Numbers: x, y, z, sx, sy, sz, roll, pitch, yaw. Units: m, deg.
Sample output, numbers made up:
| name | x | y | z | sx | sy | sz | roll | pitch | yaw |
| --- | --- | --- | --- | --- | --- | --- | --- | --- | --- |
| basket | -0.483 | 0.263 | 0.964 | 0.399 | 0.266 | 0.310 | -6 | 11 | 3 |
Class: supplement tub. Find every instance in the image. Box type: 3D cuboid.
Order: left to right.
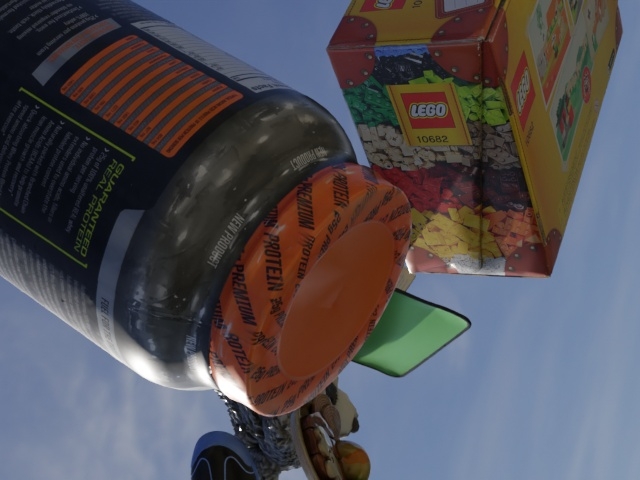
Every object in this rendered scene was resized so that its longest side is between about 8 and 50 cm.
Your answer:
| name | x | y | z | sx | sy | sz | roll | pitch | yaw |
| --- | --- | --- | --- | --- | --- | --- | --- | --- | --- |
| supplement tub | -0.121 | -0.040 | 0.834 | 0.207 | 0.338 | 0.207 | -42 | -29 | -31 |

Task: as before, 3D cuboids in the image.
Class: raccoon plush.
| name | x | y | z | sx | sy | sz | roll | pitch | yaw |
| --- | --- | --- | --- | --- | --- | --- | --- | --- | --- |
| raccoon plush | -0.156 | 0.160 | 1.687 | 0.299 | 0.446 | 0.216 | -67 | -21 | -47 |

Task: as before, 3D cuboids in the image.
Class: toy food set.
| name | x | y | z | sx | sy | sz | roll | pitch | yaw |
| --- | --- | --- | --- | --- | --- | --- | --- | --- | --- |
| toy food set | 0.013 | 0.211 | 1.275 | 0.132 | 0.038 | 0.192 | 31 | -144 | -65 |

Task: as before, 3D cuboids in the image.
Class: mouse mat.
| name | x | y | z | sx | sy | sz | roll | pitch | yaw |
| --- | --- | --- | --- | --- | --- | --- | --- | --- | --- |
| mouse mat | 0.030 | 0.073 | 1.198 | 0.152 | 0.189 | 0.007 | -45 | 28 | 52 |

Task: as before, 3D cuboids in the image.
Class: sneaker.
| name | x | y | z | sx | sy | sz | roll | pitch | yaw |
| --- | --- | --- | --- | --- | --- | --- | --- | --- | --- |
| sneaker | -0.104 | 0.337 | 1.440 | 0.090 | 0.081 | 0.232 | -89 | -10 | -75 |

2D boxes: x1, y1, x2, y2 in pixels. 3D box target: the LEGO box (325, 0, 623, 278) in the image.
| name | x | y | z | sx | sy | sz | roll | pitch | yaw |
| --- | --- | --- | --- | --- | --- | --- | --- | --- | --- |
| LEGO box | 0.223 | -0.256 | 1.604 | 0.500 | 0.193 | 0.372 | -65 | -35 | -39 |

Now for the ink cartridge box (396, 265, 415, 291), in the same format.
| name | x | y | z | sx | sy | sz | roll | pitch | yaw |
| --- | --- | --- | --- | --- | --- | --- | --- | --- | --- |
| ink cartridge box | 0.000 | 0.000 | 1.757 | 0.045 | 0.224 | 0.223 | -54 | 13 | -12 |
